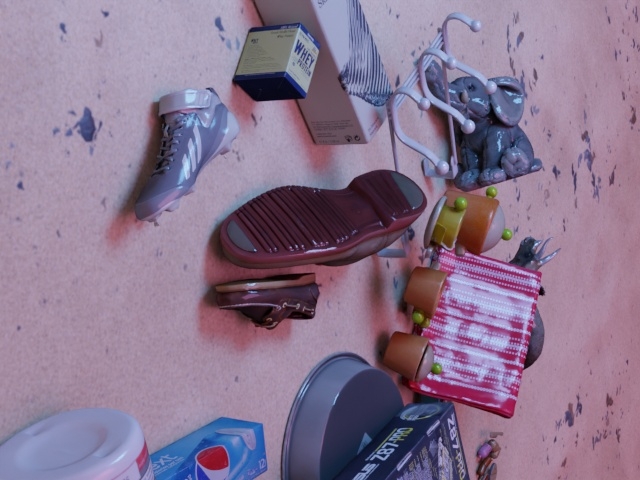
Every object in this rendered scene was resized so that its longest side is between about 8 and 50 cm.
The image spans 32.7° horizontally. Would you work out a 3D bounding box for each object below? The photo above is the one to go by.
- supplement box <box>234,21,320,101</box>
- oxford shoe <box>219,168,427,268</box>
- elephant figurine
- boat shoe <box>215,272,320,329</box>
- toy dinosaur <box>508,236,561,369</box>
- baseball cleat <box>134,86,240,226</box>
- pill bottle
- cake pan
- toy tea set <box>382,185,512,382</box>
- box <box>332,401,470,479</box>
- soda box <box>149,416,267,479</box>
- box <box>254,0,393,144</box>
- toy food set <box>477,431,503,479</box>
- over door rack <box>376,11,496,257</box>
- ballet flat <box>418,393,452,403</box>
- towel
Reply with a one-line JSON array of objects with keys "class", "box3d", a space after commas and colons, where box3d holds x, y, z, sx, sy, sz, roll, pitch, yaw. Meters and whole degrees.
[{"class": "supplement box", "box3d": [-0.056, -0.234, 1.440, 0.056, 0.083, 0.083, 41, 57, -50]}, {"class": "oxford shoe", "box3d": [0.000, 0.000, 1.509, 0.348, 0.123, 0.130, -11, 145, -39]}, {"class": "elephant figurine", "box3d": [0.281, -0.216, 1.902, 0.186, 0.169, 0.239, -18, 91, -84]}, {"class": "boat shoe", "box3d": [-0.065, 0.083, 1.454, 0.207, 0.073, 0.073, -2, 91, -56]}, {"class": "toy dinosaur", "box3d": [0.346, 0.152, 1.994, 0.121, 0.160, 0.314, -13, 101, -55]}, {"class": "baseball cleat", "box3d": [-0.176, -0.110, 1.299, 0.109, 0.072, 0.206, 58, 40, -21]}, {"class": "pill bottle", "box3d": [-0.232, 0.334, 1.139, 0.161, 0.161, 0.283, -36, 120, -50]}, {"class": "cake pan", "box3d": [0.047, 0.316, 1.651, 0.293, 0.054, 0.293, -4, 95, -56]}, {"class": "toy tea set", "box3d": [0.209, 0.072, 1.741, 0.200, 0.124, 0.336, -50, 158, -63]}, {"class": "box", "box3d": [0.147, 0.478, 1.612, 0.318, 0.097, 0.395, -30, 110, -57]}, {"class": "soda box", "box3d": [-0.155, 0.283, 1.331, 0.210, 0.071, 0.067, -22, 110, -54]}, {"class": "box", "box3d": [0.007, -0.273, 1.524, 0.113, 0.094, 0.275, -58, 136, -37]}, {"class": "toy food set", "box3d": [0.319, 0.426, 2.097, 0.078, 0.019, 0.122, 15, 87, -55]}, {"class": "over door rack", "box3d": [0.182, -0.153, 1.687, 0.324, 0.108, 0.239, 91, 25, -44]}, {"class": "ballet flat", "box3d": [0.195, 0.309, 1.856, 0.067, 0.073, 0.206, 31, 67, -50]}, {"class": "towel", "box3d": [0.262, 0.151, 1.861, 0.031, 0.198, 0.275, 112, -6, -69]}]
